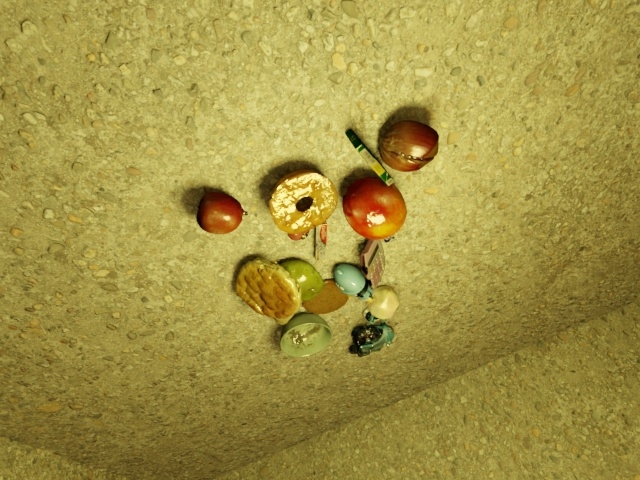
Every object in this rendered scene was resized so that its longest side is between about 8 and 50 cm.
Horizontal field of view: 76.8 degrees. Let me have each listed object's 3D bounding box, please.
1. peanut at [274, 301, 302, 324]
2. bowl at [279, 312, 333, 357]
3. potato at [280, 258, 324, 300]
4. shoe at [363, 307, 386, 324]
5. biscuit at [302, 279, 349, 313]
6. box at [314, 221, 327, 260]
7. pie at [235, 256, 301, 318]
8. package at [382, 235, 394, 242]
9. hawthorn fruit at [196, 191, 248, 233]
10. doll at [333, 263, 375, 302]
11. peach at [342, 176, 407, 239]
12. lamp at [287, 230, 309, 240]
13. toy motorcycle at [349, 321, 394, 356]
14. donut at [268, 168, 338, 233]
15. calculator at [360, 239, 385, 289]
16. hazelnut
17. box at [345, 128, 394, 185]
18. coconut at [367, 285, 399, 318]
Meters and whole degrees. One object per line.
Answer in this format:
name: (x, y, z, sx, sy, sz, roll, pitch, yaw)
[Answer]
peanut: (-0.163, 0.344, 2.063, 0.104, 0.085, 0.227, -6, 138, -50)
bowl: (-0.086, 0.485, 2.175, 0.290, 0.146, 0.289, -8, 132, -10)
potato: (-0.093, 0.188, 1.895, 0.253, 0.148, 0.186, 26, 136, -29)
shoe: (0.347, 0.414, 2.286, 0.207, 0.106, 0.091, -22, 134, -3)
biscuit: (0.030, 0.294, 2.115, 0.262, 0.037, 0.261, -10, 133, -11)
box: (0.000, 0.000, 1.836, 0.055, 0.039, 0.218, -7, 133, -11)
pie: (-0.234, 0.222, 1.826, 0.340, 0.083, 0.339, 13, 126, 19)
package: (0.308, -0.034, 1.917, 0.077, 0.033, 0.110, -22, 125, 34)
hawthorn fruit: (-0.370, -0.100, 1.530, 0.188, 0.169, 0.169, 9, 128, -16)
doll: (0.165, 0.215, 1.996, 0.141, 0.177, 0.314, -51, 134, -4)
peach: (0.219, -0.139, 1.654, 0.281, 0.280, 0.238, 6, 172, -23)
lamp: (-0.092, -0.047, 1.726, 0.108, 0.092, 0.107, -35, 166, -10)
toy motorcycle: (0.299, 0.590, 2.370, 0.232, 0.172, 0.416, -8, 149, -9)
donut: (-0.074, -0.162, 1.599, 0.278, 0.108, 0.277, -9, 124, -14)
calculator: (0.256, 0.107, 1.945, 0.043, 0.194, 0.294, 9, 142, 30)
hazelnut: (0.331, -0.353, 1.535, 0.181, 0.181, 0.212, -17, 148, -31)
box: (0.190, -0.318, 1.549, 0.034, 0.132, 0.235, -39, 131, 15)
coconut: (0.337, 0.325, 2.166, 0.171, 0.170, 0.182, -6, 135, -14)
